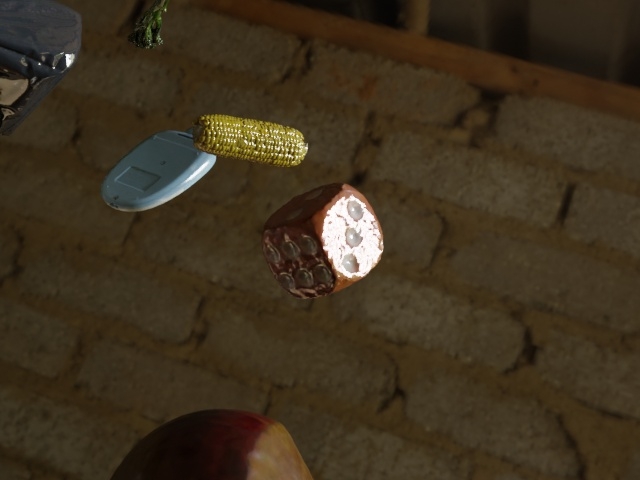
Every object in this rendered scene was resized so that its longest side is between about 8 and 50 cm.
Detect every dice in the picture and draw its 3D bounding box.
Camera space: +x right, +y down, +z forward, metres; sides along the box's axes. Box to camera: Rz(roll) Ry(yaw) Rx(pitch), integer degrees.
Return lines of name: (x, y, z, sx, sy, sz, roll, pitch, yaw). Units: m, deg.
dice: (0.000, 0.000, 2.069, 0.175, 0.179, 0.174, -8, -68, 47)

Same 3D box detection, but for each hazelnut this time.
hazelnut: (-0.169, 0.500, 1.762, 0.402, 0.429, 0.402, -11, -36, -8)

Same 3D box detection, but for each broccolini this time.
broccolini: (-0.308, -0.424, 2.006, 0.067, 0.058, 0.216, -7, -12, -29)

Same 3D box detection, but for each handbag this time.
handbag: (-0.579, -0.322, 1.759, 0.275, 0.177, 0.302, 20, -31, -32)

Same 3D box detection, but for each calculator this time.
calculator: (-0.329, -0.158, 2.212, 0.188, 0.302, 0.042, 18, -41, 31)

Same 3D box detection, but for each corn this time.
corn: (-0.124, -0.178, 1.898, 0.238, 0.080, 0.080, 5, -3, -35)
